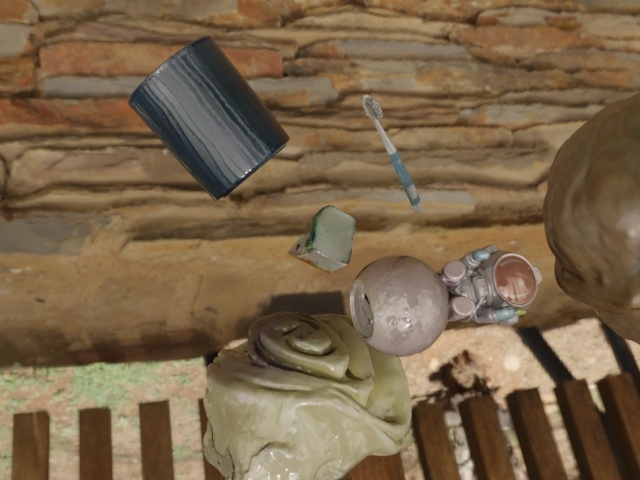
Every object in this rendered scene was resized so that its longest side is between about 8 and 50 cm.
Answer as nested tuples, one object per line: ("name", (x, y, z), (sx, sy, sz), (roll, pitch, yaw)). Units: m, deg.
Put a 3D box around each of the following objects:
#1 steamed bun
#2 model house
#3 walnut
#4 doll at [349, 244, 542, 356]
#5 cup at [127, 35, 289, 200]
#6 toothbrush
("steamed bun", (-0.034, 0.229, 1.109), (0.347, 0.237, 0.394), (-4, -158, 25))
("model house", (0.000, 0.000, 1.241), (0.088, 0.100, 0.100), (25, 152, -24))
("walnut", (0.287, -0.018, 0.565), (0.224, 0.224, 0.224), (-8, 154, -4))
("doll", (0.187, 0.079, 0.989), (0.287, 0.151, 0.151), (-9, 155, -20))
("cup", (-0.116, -0.127, 0.749), (0.113, 0.138, 0.150), (-40, -172, -2))
("toothbrush", (0.120, -0.125, 1.073), (0.019, 0.025, 0.275), (-46, 138, -10))
